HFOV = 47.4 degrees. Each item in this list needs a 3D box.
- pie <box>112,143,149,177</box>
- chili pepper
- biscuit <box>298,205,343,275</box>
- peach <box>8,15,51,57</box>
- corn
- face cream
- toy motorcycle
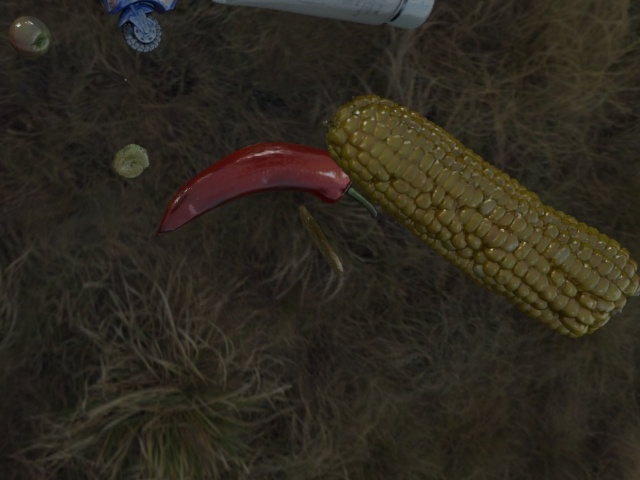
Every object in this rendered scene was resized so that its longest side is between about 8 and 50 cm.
[{"bbox_3d":[-0.418,-0.175,1.606,0.084,0.020,0.084,-16,133,-18],"label":"pie"},{"bbox_3d":[-0.078,-0.089,1.163,0.368,0.092,0.137,-4,111,-18],"label":"chili pepper"},{"bbox_3d":[0.000,0.000,1.244,0.018,0.147,0.071,-28,152,-9],"label":"biscuit"},{"bbox_3d":[-0.580,-0.405,1.449,0.083,0.083,0.083,-3,103,-14],"label":"peach"},{"bbox_3d":[0.137,-0.024,0.649,0.313,0.102,0.102,35,92,3],"label":"corn"},{"bbox_3d":[0.017,-0.338,0.931,0.314,0.089,0.143,0,126,-40],"label":"face cream"},{"bbox_3d":[-0.244,-0.370,1.014,0.114,0.076,0.205,26,81,-32],"label":"toy motorcycle"}]
